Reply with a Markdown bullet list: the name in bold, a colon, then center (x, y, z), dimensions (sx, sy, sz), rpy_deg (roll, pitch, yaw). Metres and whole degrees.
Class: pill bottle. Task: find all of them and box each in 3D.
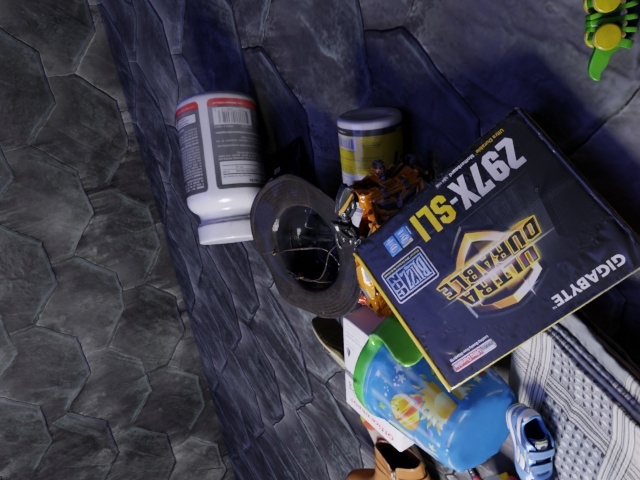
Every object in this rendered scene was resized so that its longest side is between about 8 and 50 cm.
- **pill bottle**: center (-0.248, -0.179, 1.362), dimensions (0.210, 0.210, 0.363), rpy_deg (-11, 86, 60)
- **pill bottle**: center (0.098, -0.134, 0.990), dimensions (0.119, 0.119, 0.209), rpy_deg (27, 132, 49)

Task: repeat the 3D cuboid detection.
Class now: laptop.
- **laptop**: center (-0.051, -0.098, 1.370), dimensions (0.234, 0.136, 0.265), rpy_deg (-20, 67, 60)

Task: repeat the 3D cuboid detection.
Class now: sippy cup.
- **sippy cup**: center (0.212, 0.270, 0.937), dimensions (0.224, 0.305, 0.240), rpy_deg (36, 111, 53)

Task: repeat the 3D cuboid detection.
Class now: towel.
- **towel**: center (0.374, 0.265, 0.768), dimensions (0.312, 0.056, 0.324), rpy_deg (-115, 18, -55)

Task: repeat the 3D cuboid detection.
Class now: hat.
- **hat**: center (0.000, 0.000, 1.179), dimensions (0.331, 0.134, 0.331), rpy_deg (20, 123, 35)

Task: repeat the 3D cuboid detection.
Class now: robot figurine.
- **robot figurine**: center (0.134, -0.008, 0.944), dimensions (0.085, 0.211, 0.291), rpy_deg (43, 154, 52)

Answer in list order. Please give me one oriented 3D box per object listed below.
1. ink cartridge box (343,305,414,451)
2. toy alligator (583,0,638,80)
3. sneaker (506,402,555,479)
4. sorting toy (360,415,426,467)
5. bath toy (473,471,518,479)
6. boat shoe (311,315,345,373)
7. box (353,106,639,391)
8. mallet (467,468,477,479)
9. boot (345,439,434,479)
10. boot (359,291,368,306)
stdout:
- **ink cartridge box**: center (0.157, 0.304, 1.199), dimensions (0.198, 0.114, 0.273), rpy_deg (33, 136, 46)
- **toy alligator**: center (0.326, -0.278, 0.590), dimensions (0.051, 0.056, 0.190), rpy_deg (-5, 109, 16)
- **sneaker**: center (0.332, 0.328, 0.818), dimensions (0.059, 0.053, 0.144), rpy_deg (133, 122, -74)
- **sorting toy**: center (0.172, 0.506, 1.392), dimensions (0.193, 0.038, 0.208), rpy_deg (64, 151, 6)
- **bath toy**: center (0.364, 0.502, 0.904), dimensions (0.129, 0.151, 0.348), rpy_deg (45, 176, -6)
- **boat shoe**: center (0.049, 0.296, 1.409), dimensions (0.223, 0.080, 0.073), rpy_deg (42, 138, 30)
- **box**: center (0.239, 0.018, 0.749), dimensions (0.322, 0.079, 0.257), rpy_deg (-42, 69, 26)
- **mallet**: center (0.360, 0.556, 1.124), dimensions (0.190, 0.039, 0.062), rpy_deg (67, 152, 9)
- **boot**: center (0.160, 0.588, 1.323), dimensions (0.283, 0.109, 0.220), rpy_deg (7, 131, 41)
- **boot**: center (0.127, 0.129, 1.162), dimensions (0.158, 0.084, 0.059), rpy_deg (35, 136, 41)
